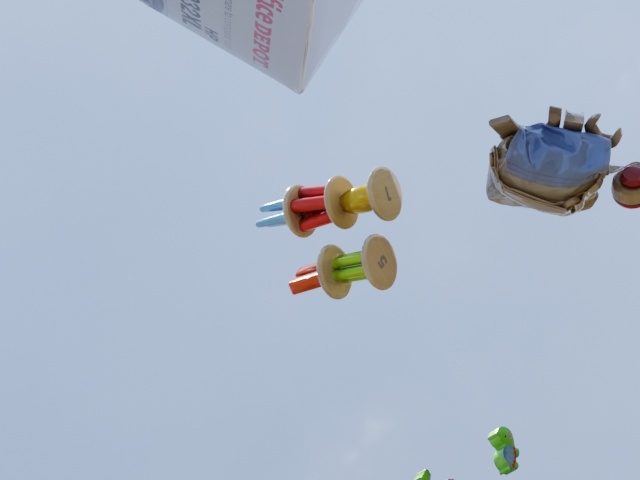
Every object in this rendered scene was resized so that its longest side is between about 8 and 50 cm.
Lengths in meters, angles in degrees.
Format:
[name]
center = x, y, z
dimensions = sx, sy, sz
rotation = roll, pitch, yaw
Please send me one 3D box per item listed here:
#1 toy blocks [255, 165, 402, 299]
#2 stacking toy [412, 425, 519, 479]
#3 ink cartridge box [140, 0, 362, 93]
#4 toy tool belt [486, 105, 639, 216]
[toy blocks]
center = 0.000, 0.000, 1.725
dimensions = 0.148, 0.123, 0.054
rotation = -11, -28, 35
[stacking toy]
center = 0.131, 0.311, 1.923
dimensions = 0.052, 0.221, 0.167
rotation = 28, -39, -23
[ink cartridge box]
center = -0.107, -0.255, 1.251
dimensions = 0.129, 0.307, 0.223
rotation = -59, -4, -14
[toy tool belt]
center = 0.124, -0.040, 0.909
dimensions = 0.083, 0.052, 0.051
rotation = 5, -41, 6
